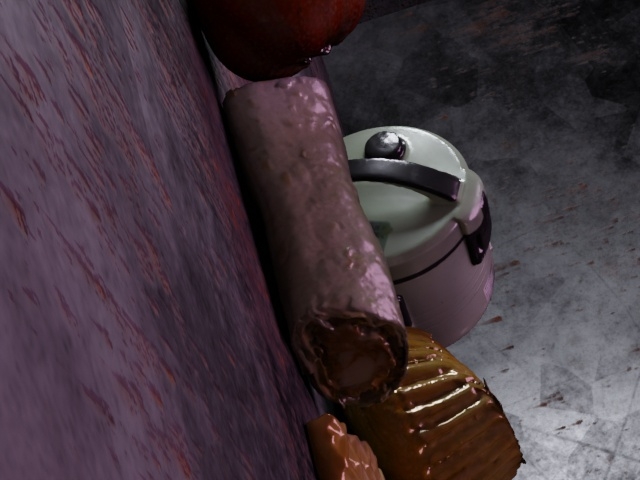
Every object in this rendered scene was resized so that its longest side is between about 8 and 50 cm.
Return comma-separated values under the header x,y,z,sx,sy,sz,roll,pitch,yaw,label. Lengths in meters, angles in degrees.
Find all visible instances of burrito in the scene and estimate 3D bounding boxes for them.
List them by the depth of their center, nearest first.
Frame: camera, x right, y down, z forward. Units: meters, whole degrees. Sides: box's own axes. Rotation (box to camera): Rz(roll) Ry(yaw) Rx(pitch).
x,y,z,sx,sy,sz,roll,pitch,yaw,label
0.000,0.001,1.363,0.143,0.105,0.299,72,0,-74,burrito

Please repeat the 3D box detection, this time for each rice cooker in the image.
x,y,z,sx,sy,sz,roll,pitch,yaw,label
0.081,0.001,1.659,0.244,0.226,0.226,72,3,-45,rice cooker

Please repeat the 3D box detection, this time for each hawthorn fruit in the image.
x,y,z,sx,sy,sz,roll,pitch,yaw,label
-0.050,-0.247,1.378,0.188,0.169,0.169,59,5,-1,hawthorn fruit

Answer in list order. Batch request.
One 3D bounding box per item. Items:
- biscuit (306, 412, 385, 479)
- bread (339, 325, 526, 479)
x,y,z,sx,sy,sz,roll,pitch,yaw,label
0.054,0.283,1.338,0.309,0.040,0.204,64,10,-63,biscuit
0.102,0.185,1.548,0.240,0.139,0.240,59,-6,11,bread
